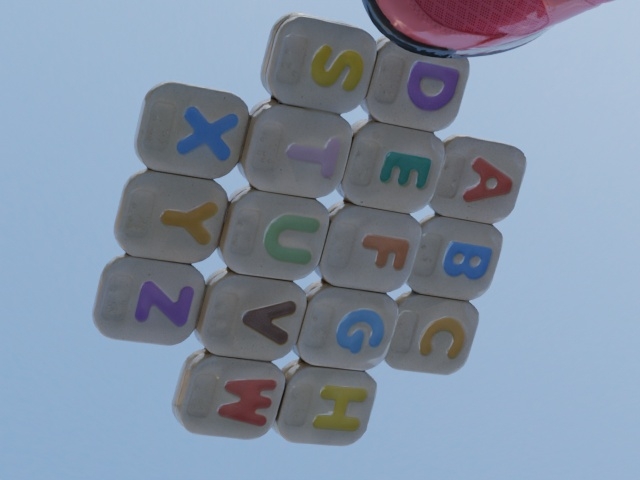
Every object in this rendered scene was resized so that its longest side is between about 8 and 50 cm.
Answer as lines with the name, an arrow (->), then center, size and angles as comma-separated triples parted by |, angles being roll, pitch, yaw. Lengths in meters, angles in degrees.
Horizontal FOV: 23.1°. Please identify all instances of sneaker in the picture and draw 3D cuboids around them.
sneaker -> 0.169, -0.191, 0.855 | 0.314, 0.136, 0.116 | -19, -90, -16

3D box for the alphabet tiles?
alphabet tiles -> 0.000, 0.000, 1.020 | 0.278, 0.021, 0.284 | 9, -76, -27
